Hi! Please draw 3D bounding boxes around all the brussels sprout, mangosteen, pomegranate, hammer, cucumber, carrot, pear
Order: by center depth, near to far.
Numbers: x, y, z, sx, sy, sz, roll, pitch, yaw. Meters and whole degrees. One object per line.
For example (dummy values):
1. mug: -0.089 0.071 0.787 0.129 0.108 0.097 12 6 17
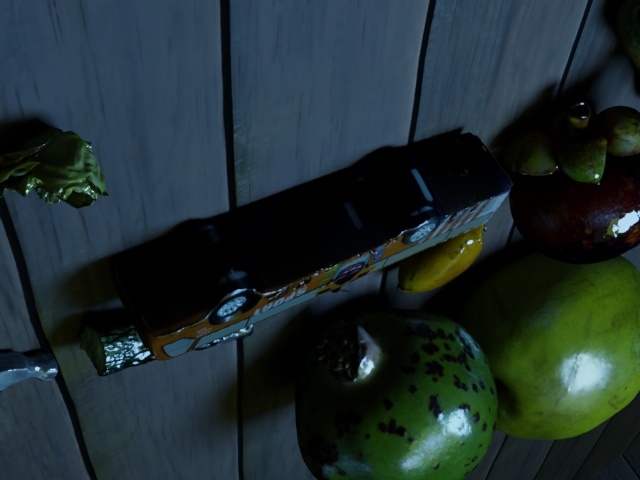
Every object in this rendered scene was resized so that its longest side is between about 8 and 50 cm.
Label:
1. brussels sprout: -0.199 -0.052 0.813 0.085 0.058 0.085 -10 178 0
2. hammer: -0.352 0.189 1.063 0.103 0.029 0.246 3 137 -51
3. cucumber: -0.147 0.087 1.100 0.187 0.058 0.058 -12 145 -41
4. carrot: 0.369 -0.193 1.224 0.078 0.078 0.298 -38 159 6
5. mangosteen: 0.293 -0.071 1.237 0.200 0.200 0.200 -27 152 -15
6. pomegranate: 0.079 0.189 1.341 0.254 0.254 0.270 -38 131 7
7. pear: 0.316 0.132 1.497 0.307 0.253 0.253 -24 153 -42

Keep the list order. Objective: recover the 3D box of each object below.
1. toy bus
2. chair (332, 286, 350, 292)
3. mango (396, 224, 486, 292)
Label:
1. toy bus: 0.000 0.000 1.080 0.409 0.093 0.092 -21 157 -24
2. chair: 0.015 0.032 1.209 0.042 0.037 0.086 -51 155 7
3. mango: 0.138 0.015 1.295 0.127 0.063 0.077 -42 158 26
